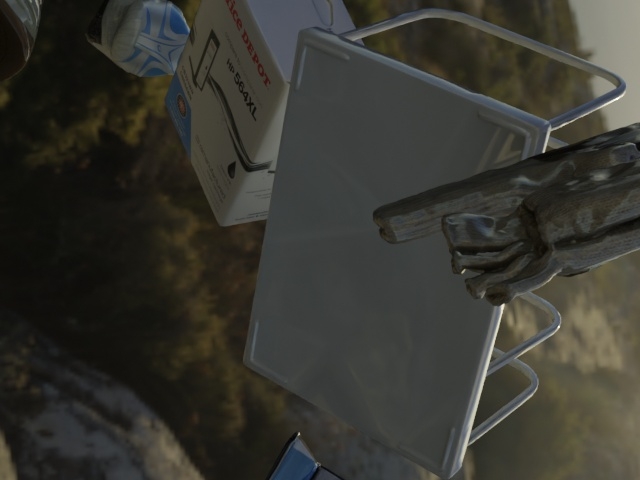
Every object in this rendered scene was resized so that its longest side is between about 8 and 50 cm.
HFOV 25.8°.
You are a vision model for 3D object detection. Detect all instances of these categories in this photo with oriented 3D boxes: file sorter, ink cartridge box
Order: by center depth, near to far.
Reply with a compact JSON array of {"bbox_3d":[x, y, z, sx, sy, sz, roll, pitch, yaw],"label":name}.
[{"bbox_3d":[0.087,-0.009,1.038,0.173,0.193,0.277,-24,133,-49],"label":"file sorter"},{"bbox_3d":[-0.049,-0.131,1.173,0.148,0.086,0.203,65,-30,25],"label":"ink cartridge box"}]

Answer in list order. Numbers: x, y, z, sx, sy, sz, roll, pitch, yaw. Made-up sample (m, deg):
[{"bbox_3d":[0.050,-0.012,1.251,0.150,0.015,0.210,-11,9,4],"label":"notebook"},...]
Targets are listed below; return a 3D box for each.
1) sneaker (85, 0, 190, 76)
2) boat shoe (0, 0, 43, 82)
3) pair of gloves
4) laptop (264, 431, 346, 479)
[{"bbox_3d":[-0.175,-0.208,1.382,0.086,0.085,0.237,29,10,-24],"label":"sneaker"},{"bbox_3d":[-0.269,-0.232,0.843,0.302,0.109,0.098,54,30,-35],"label":"boat shoe"},{"bbox_3d":[0.141,-0.023,0.702,0.240,0.204,0.042,-157,-131,-78],"label":"pair of gloves"},{"bbox_3d":[-0.016,0.418,1.301,0.408,0.236,0.382,36,78,-23],"label":"laptop"}]
